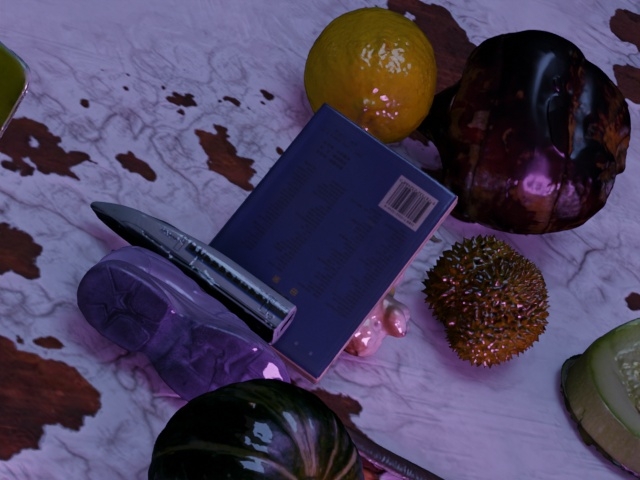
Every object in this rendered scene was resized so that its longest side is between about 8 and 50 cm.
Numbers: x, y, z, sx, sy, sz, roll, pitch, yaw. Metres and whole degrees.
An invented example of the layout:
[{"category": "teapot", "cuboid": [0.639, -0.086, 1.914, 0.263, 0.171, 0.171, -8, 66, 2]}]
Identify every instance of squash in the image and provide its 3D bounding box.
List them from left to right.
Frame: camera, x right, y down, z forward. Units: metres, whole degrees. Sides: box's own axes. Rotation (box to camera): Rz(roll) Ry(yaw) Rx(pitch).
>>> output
[{"category": "squash", "cuboid": [-0.060, 0.231, 1.719, 0.218, 0.218, 0.172, -4, 15, -44]}, {"category": "squash", "cuboid": [0.406, 0.192, 2.243, 0.220, 0.133, 0.220, 18, 41, -17]}]

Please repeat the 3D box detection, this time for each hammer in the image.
[{"category": "hammer", "cuboid": [0.140, 0.272, 1.991, 0.297, 0.027, 0.125, 27, 35, -13]}]

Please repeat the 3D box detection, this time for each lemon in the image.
[{"category": "lemon", "cuboid": [0.067, -0.211, 2.384, 0.180, 0.180, 0.193, 17, 16, -26]}]

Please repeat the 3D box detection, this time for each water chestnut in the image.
[{"category": "water chestnut", "cuboid": [0.268, -0.140, 2.427, 0.289, 0.244, 0.289, 7, 78, -35]}]

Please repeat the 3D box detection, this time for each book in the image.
[{"category": "book", "cuboid": [0.000, 0.000, 2.041, 0.191, 0.025, 0.269, 36, 74, 9]}]

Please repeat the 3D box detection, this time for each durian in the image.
[{"category": "durian", "cuboid": [0.201, 0.069, 2.202, 0.168, 0.137, 0.158, -22, 85, -43]}]

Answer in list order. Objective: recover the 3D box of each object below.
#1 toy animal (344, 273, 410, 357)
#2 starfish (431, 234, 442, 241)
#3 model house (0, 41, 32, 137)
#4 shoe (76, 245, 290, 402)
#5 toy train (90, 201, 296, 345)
[{"category": "toy animal", "cuboid": [0.023, 0.033, 2.092, 0.184, 0.104, 0.185, 18, 76, -10]}, {"category": "starfish", "cuboid": [0.120, -0.030, 2.353, 0.092, 0.016, 0.086, 48, 37, 13]}, {"category": "model house", "cuboid": [-0.466, -0.073, 1.577, 0.242, 0.357, 0.313, 43, 32, 8]}, {"category": "shoe", "cuboid": [-0.139, 0.088, 1.917, 0.245, 0.095, 0.137, 34, 18, -10]}, {"category": "toy train", "cuboid": [-0.139, 0.020, 1.987, 0.252, 0.055, 0.048, 35, 73, 9]}]
